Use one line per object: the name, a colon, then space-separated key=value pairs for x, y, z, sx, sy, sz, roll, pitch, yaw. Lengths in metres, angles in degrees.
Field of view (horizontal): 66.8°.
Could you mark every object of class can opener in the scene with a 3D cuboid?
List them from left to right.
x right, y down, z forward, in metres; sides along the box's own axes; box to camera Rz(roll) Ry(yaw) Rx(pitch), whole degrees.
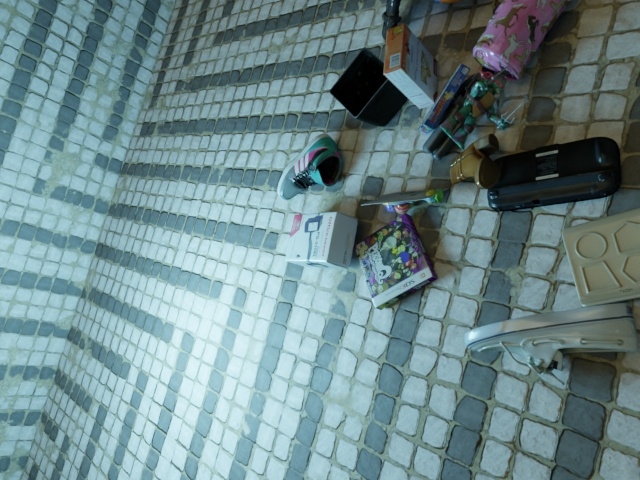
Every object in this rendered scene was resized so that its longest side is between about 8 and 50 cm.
can opener: x=0.413 y=-0.380 z=1.474 sx=0.283 sy=0.076 sz=0.095 roll=-54 pitch=17 yaw=14

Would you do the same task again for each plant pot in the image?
plant pot: x=0.179 y=-0.496 z=1.633 sx=0.188 sy=0.167 sz=0.187 roll=-49 pitch=50 yaw=18

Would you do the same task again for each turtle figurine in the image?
turtle figurine: x=0.455 y=-0.374 z=1.366 sx=0.234 sy=0.175 sz=0.118 roll=-45 pitch=29 yaw=19

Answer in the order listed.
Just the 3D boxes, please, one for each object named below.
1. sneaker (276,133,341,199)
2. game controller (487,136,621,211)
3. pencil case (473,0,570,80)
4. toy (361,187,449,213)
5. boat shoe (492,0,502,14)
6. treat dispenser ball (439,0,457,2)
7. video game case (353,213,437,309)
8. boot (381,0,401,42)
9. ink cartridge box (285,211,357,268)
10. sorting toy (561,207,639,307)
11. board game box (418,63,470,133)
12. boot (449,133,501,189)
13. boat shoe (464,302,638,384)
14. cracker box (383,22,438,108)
sneaker: x=-0.030 y=-0.231 z=1.760 sx=0.295 sy=0.124 sz=0.178 roll=-50 pitch=40 yaw=15
game controller: x=0.589 y=-0.169 z=1.252 sx=0.319 sy=0.067 sz=0.166 roll=-7 pitch=57 yaw=39
pencil case: x=0.586 y=-0.637 z=1.330 sx=0.160 sy=0.167 sz=0.386 roll=35 pitch=100 yaw=20
toy: x=0.261 y=-0.115 z=1.479 sx=0.237 sy=0.137 sz=0.056 roll=-6 pitch=103 yaw=41
boat shoe: x=0.559 y=-0.796 z=1.460 sx=0.095 sy=0.095 sz=0.257 roll=-2 pitch=74 yaw=47
treat dispenser ball: x=0.406 y=-0.888 z=1.489 sx=0.288 sy=0.288 sz=0.288 roll=-15 pitch=66 yaw=37
video game case: x=0.223 y=0.064 z=1.488 sx=0.210 sy=0.042 sz=0.232 roll=-33 pitch=56 yaw=26
boot: x=0.250 y=-0.833 z=1.683 sx=0.091 sy=0.229 sz=0.263 roll=10 pitch=47 yaw=8
ink cartridge box: x=0.000 y=0.000 z=1.637 sx=0.237 sy=0.100 sz=0.172 roll=-1 pitch=74 yaw=51
sorting toy: x=0.678 y=0.040 z=1.113 sx=0.193 sy=0.038 sz=0.208 roll=-20 pitch=59 yaw=35
board game box: x=0.373 y=-0.425 z=1.473 sx=0.035 sy=0.136 sz=0.201 roll=31 pitch=98 yaw=0
boot: x=0.421 y=-0.191 z=1.353 sx=0.152 sy=0.073 sz=0.197 roll=-34 pitch=28 yaw=51
boat shoe: x=0.523 y=0.253 z=1.118 sx=0.367 sy=0.136 sz=0.156 roll=-15 pitch=69 yaw=26
cracker box: x=0.287 y=-0.534 z=1.508 sx=0.067 sy=0.232 sz=0.155 roll=-6 pitch=72 yaw=38
